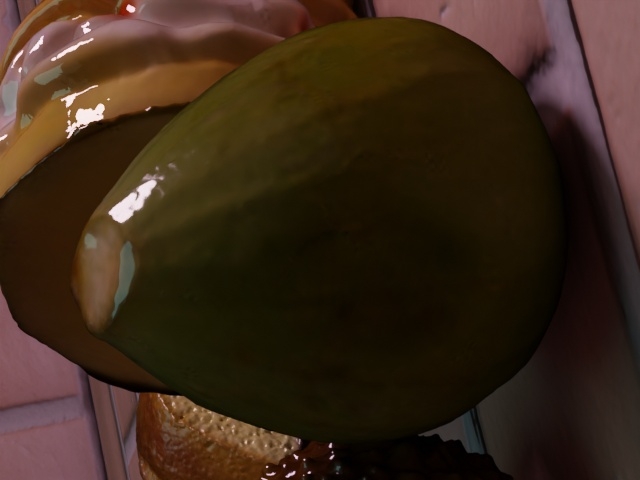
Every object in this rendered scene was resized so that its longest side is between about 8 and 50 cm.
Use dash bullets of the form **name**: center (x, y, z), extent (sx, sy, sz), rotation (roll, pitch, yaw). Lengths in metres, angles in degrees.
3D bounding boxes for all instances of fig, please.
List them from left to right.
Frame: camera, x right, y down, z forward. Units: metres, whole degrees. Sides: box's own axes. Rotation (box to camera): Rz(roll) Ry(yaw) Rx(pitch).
- **fig**: center (0.008, 0.007, 0.889), extent (0.207, 0.230, 0.207), rotation (24, 136, 25)

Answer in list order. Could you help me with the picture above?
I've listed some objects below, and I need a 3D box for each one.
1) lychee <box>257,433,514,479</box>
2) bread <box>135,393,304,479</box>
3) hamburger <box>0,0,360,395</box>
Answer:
- **lychee**: center (0.035, 0.190, 0.966), extent (0.238, 0.200, 0.200), rotation (-7, 93, 58)
- **bread**: center (-0.090, 0.160, 1.570), extent (0.260, 0.134, 0.129), rotation (-113, 21, -45)
- **hamburger**: center (-0.073, -0.068, 1.137), extent (0.276, 0.276, 0.237), rotation (97, 174, -49)
